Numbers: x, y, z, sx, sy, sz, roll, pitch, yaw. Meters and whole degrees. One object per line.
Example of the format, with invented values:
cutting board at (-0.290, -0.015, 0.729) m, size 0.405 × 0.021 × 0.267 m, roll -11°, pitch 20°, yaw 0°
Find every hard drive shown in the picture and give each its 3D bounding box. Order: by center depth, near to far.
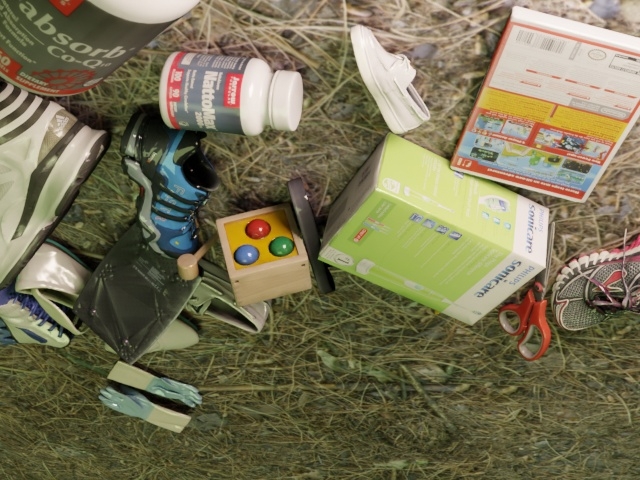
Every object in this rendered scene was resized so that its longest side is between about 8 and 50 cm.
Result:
hard drive at (-0.330, 0.092, 1.606) m, size 0.172 × 0.054 × 0.254 m, roll 42°, pitch 117°, yaw 2°

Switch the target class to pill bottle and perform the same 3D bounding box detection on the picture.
pill bottle at (-0.247, -0.315, 0.982) m, size 0.210 × 0.210 × 0.363 m, roll 37°, pitch 147°, yaw -26°
pill bottle at (-0.121, -0.200, 1.209) m, size 0.180 × 0.108 × 0.108 m, roll 6°, pitch 142°, yaw 11°

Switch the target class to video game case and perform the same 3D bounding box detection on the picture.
video game case at (0.308, -0.169, 1.167) m, size 0.204 × 0.025 × 0.285 m, roll 15°, pitch 143°, yaw 0°

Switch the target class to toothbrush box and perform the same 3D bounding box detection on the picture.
toothbrush box at (0.170, -0.009, 1.341) m, size 0.283 × 0.122 × 0.206 m, roll 24°, pitch 142°, yaw -11°

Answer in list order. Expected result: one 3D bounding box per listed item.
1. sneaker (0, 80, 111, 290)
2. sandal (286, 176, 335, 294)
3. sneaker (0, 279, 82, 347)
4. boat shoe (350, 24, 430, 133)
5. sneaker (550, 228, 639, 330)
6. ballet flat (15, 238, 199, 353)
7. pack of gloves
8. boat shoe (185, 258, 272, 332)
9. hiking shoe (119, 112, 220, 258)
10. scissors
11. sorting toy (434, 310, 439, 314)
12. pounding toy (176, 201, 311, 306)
sneaker at (-0.547, -0.107, 1.470) m, size 0.257 × 0.169 × 0.447 m, roll 36°, pitch 131°, yaw -12°
sandal at (0.000, 0.000, 1.446) m, size 0.055 × 0.097 × 0.254 m, roll -17°, pitch 140°, yaw -2°
sneaker at (-0.585, 0.129, 1.799) m, size 0.182 × 0.127 × 0.315 m, roll 8°, pitch 150°, yaw 3°
boat shoe at (0.095, -0.214, 1.157) m, size 0.063 × 0.066 × 0.184 m, roll -18°, pitch 131°, yaw 17°
sneaker at (0.468, 0.071, 1.349) m, size 0.121 × 0.112 × 0.299 m, roll 28°, pitch 142°, yaw -17°
ballet flat at (-0.429, 0.148, 1.745) m, size 0.400 × 0.139 × 0.139 m, roll 35°, pitch 139°, yaw -25°
pack of gloves at (-0.405, 0.363, 2.107) m, size 0.232 × 0.046 × 0.195 m, roll 24°, pitch 131°, yaw -16°
boat shoe at (-0.216, 0.097, 1.644) m, size 0.258 × 0.084 × 0.095 m, roll 20°, pitch 143°, yaw -7°
hiking shoe at (-0.225, -0.068, 1.410) m, size 0.132 × 0.113 × 0.304 m, roll 7°, pitch 142°, yaw 12°
scissors at (0.366, 0.093, 1.446) m, size 0.109 × 0.021 × 0.297 m, roll 52°, pitch 150°, yaw 27°
sorting toy at (0.201, 0.084, 1.527) m, size 0.075 × 0.045 × 0.083 m, roll 46°, pitch 137°, yaw -7°
pounding toy at (-0.138, 0.009, 1.443) m, size 0.206 × 0.181 × 0.094 m, roll -14°, pitch 141°, yaw -7°
